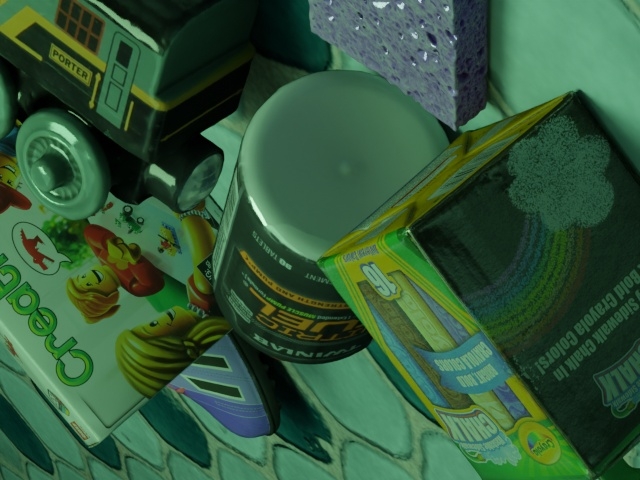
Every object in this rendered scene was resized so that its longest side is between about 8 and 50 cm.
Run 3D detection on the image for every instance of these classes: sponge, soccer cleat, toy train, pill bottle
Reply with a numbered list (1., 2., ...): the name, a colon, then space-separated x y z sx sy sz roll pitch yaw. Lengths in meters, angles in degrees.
1. sponge: 0.038 -0.156 1.060 0.117 0.031 0.210 39 156 26
2. soccer cleat: -0.157 0.057 1.684 0.318 0.116 0.108 54 159 -10
3. toy train: -0.187 -0.159 1.313 0.334 0.142 0.190 38 133 18
4. pill bottle: 0.000 0.000 1.264 0.130 0.130 0.245 45 159 10

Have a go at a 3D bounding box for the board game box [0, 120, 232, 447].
1. board game box: -0.199 -0.019 1.534 0.305 0.193 0.053 51 159 -4

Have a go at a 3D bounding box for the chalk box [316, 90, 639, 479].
1. chalk box: 0.127 0.049 1.092 0.213 0.132 0.132 54 158 -8
